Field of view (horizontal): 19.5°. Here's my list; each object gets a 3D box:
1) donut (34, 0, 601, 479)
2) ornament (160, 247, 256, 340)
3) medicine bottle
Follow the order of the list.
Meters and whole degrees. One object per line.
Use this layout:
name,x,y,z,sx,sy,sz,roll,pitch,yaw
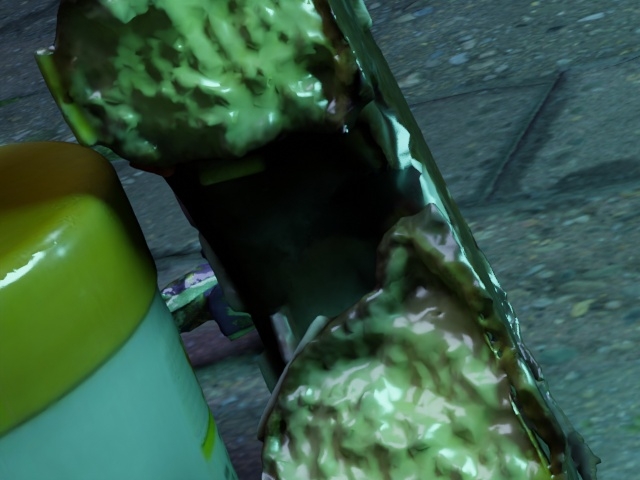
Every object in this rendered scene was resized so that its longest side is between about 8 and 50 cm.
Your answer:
donut,0.005,0.006,0.840,0.136,0.345,0.259,-26,-6,5
ornament,-0.030,0.027,1.130,0.203,0.088,0.081,-16,22,8
medicine bottle,-0.166,0.104,0.857,0.238,0.232,0.238,-17,22,7
